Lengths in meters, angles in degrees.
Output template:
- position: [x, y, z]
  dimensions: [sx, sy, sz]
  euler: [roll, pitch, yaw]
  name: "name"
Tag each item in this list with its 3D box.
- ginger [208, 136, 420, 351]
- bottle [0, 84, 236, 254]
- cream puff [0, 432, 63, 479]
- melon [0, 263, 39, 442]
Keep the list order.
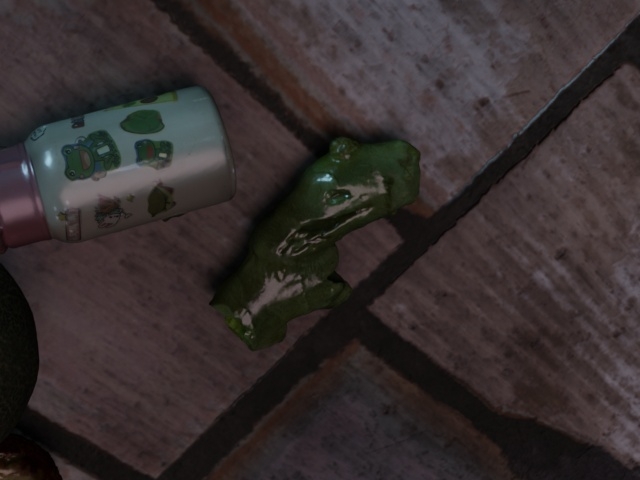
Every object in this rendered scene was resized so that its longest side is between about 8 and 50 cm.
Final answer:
- position: [-0.004, 0.003, 1.167]
  dimensions: [0.137, 0.089, 0.290]
  euler: [30, 100, -15]
  name: "ginger"
- position: [-0.215, -0.063, 1.016]
  dimensions: [0.253, 0.120, 0.120]
  euler: [-15, 124, -13]
  name: "bottle"
- position: [-0.356, 0.273, 1.178]
  dimensions: [0.149, 0.084, 0.149]
  euler: [-8, 120, -14]
  name: "cream puff"
- position: [-0.378, 0.097, 0.941]
  dimensions: [0.237, 0.237, 0.301]
  euler: [-33, 163, -2]
  name: "melon"
